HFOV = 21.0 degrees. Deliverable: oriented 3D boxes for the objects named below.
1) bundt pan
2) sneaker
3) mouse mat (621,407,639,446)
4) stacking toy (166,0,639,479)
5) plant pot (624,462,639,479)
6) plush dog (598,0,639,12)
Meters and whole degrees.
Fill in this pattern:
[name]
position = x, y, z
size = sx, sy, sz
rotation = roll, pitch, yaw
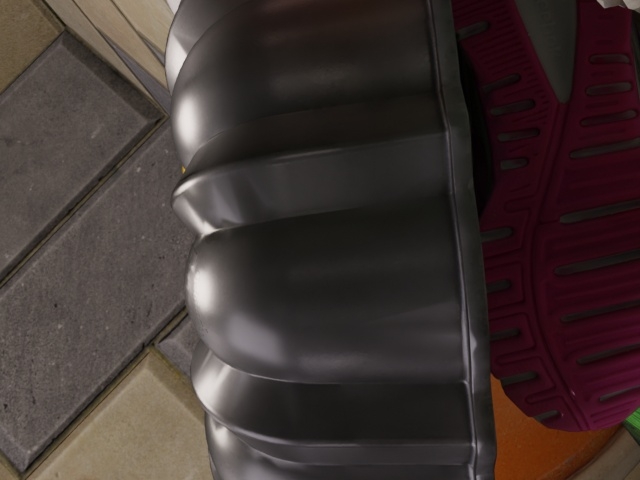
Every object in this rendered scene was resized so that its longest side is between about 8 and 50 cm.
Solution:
[bundt pan]
position = 0.000, 0.000, 0.809
size = 0.331, 0.124, 0.330
rotation = -5, -90, -89
[sneaker]
position = 0.116, -0.039, 0.800
size = 0.111, 0.103, 0.252
rotation = -35, -59, -78
[mouse mat]
position = 0.184, 0.098, 0.864
size = 0.152, 0.007, 0.190
rotation = 49, 173, -30
[stacking toy]
position = 0.022, -0.036, 1.189
size = 0.350, 0.351, 0.480
rotation = 36, 153, 59
[plant pot]
position = 0.308, 0.258, 1.508
size = 0.284, 0.191, 0.284
rotation = 44, 175, 5
[plush dog]
position = 0.057, -0.170, 0.290
size = 0.262, 0.210, 0.225
rotation = 17, 169, -20
